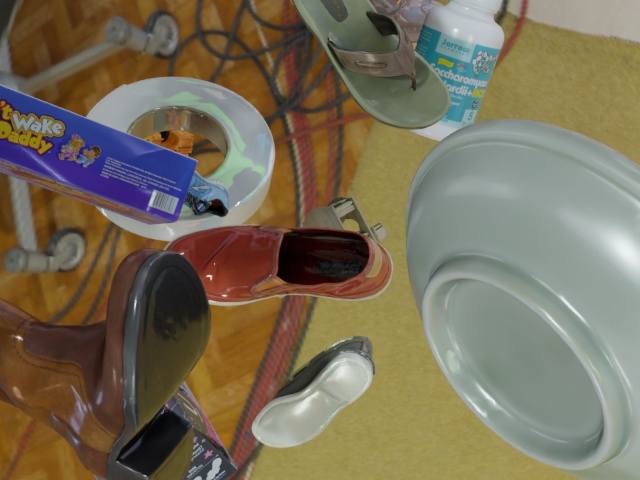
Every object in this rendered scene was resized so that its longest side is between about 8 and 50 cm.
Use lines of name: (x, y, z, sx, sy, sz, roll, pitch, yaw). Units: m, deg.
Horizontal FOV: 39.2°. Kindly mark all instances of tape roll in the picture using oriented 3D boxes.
tape roll: (-0.286, -0.172, 1.794, 0.392, 0.392, 0.072, 51, 151, 24)

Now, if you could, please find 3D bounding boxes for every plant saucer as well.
plant saucer: (0.198, 0.090, 0.801, 0.400, 0.100, 0.400, 41, 151, 29)

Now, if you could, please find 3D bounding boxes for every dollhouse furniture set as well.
dollhouse furniture set: (0.000, 0.000, 1.483, 0.161, 0.182, 0.101, -28, 91, 22)

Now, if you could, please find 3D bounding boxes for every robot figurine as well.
robot figurine: (-0.471, -0.267, 2.250, 0.291, 0.211, 0.085, 18, 107, 35)

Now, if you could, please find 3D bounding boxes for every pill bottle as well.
pill bottle: (0.236, -0.317, 1.605, 0.146, 0.146, 0.264, 29, 113, 30)

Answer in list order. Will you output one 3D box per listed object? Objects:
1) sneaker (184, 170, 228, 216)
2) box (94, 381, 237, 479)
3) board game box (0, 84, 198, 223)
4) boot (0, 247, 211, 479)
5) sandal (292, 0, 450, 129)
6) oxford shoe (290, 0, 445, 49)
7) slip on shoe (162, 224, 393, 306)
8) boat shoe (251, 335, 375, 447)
sneaker: (-0.226, -0.084, 1.617, 0.063, 0.162, 0.073, -47, 47, 30)
box: (-0.265, 0.284, 1.357, 0.163, 0.142, 0.247, -39, 43, -6)
board game box: (-0.340, -0.113, 1.075, 0.078, 0.347, 0.233, -71, 17, -6)
boot: (-0.226, 0.063, 0.720, 0.280, 0.096, 0.264, 26, 140, 17)
sandal: (0.069, -0.278, 1.277, 0.120, 0.086, 0.303, -45, 102, -10)
oxford shoe: (0.122, -0.490, 1.835, 0.364, 0.133, 0.130, 12, 67, -10)
slip on shoe: (-0.067, 0.026, 1.238, 0.331, 0.101, 0.123, 2, 70, 10)
boat shoe: (-0.011, 0.284, 1.673, 0.109, 0.091, 0.305, 41, 121, -13)
